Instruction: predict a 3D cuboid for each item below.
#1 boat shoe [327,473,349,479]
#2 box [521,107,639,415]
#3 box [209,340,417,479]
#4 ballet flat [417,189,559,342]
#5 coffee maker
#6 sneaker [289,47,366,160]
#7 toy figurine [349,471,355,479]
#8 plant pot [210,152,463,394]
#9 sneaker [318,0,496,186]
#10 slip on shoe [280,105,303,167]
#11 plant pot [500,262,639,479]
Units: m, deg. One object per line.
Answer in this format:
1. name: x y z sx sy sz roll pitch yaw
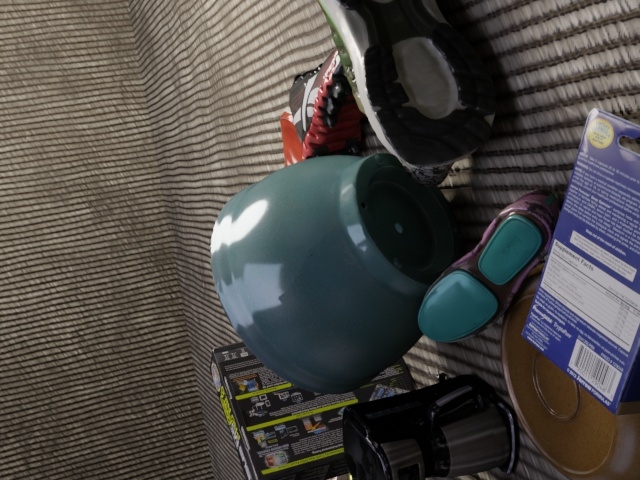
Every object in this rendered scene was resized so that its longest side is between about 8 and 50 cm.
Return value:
1. boat shoe: 0.049 0.351 1.427 0.324 0.123 0.116 47 178 42
2. box: 0.248 0.014 0.717 0.136 0.037 0.225 -133 48 -56
3. box: 0.000 0.227 1.223 0.060 0.270 0.216 104 148 -49
4. ballet flat: 0.181 0.029 0.886 0.077 0.079 0.221 43 136 13
5. coffee maker: 0.119 0.237 1.033 0.171 0.178 0.120 171 89 -71
6. sneaker: 0.017 -0.208 1.188 0.276 0.098 0.135 112 140 -60
7. toy figurine: 0.180 0.434 1.043 0.217 0.191 0.362 -15 80 27
8. plant pot: 0.045 0.015 1.028 0.196 0.293 0.293 -33 66 40
9. sneaker: 0.069 -0.233 0.989 0.182 0.158 0.410 89 167 -68
10. slip on shoe: -0.029 -0.056 1.402 0.123 0.101 0.331 -168 69 -71
11. plant pot: 0.243 0.138 0.850 0.236 0.032 0.236 169 90 -71
